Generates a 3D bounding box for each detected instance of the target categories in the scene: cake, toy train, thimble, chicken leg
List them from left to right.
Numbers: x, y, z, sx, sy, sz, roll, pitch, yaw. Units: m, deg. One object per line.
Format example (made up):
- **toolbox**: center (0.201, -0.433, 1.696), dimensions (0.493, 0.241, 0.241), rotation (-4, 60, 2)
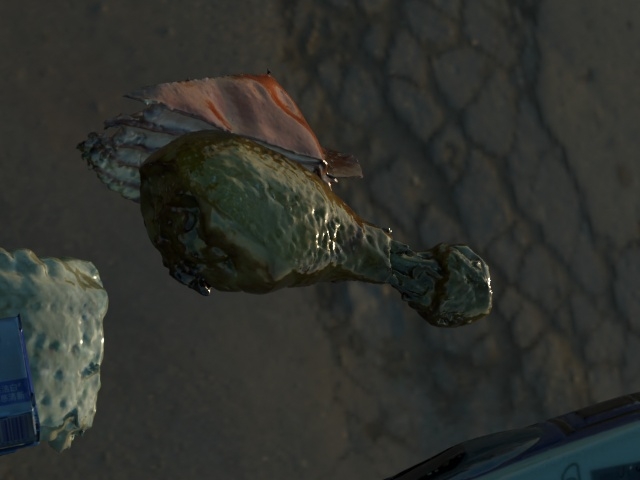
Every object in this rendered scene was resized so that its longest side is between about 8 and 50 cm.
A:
- **thimble**: center (-0.274, 0.082, 1.199), dimensions (0.219, 0.219, 0.150), rotation (11, 81, -48)
- **cake**: center (-0.098, -0.092, 1.387), dimensions (0.287, 0.098, 0.135), rotation (6, 50, -44)
- **chicken leg**: center (0.001, -0.001, 0.992), dimensions (0.251, 0.087, 0.107), rotation (18, 55, -22)
- **toy train**: center (0.099, 0.082, 0.564), dimensions (0.252, 0.055, 0.048), rotation (-10, 102, -7)

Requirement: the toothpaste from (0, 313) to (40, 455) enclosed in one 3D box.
- **toothpaste**: center (-0.288, 0.097, 0.820), dimensions (0.272, 0.053, 0.066), rotation (-9, 60, -12)
